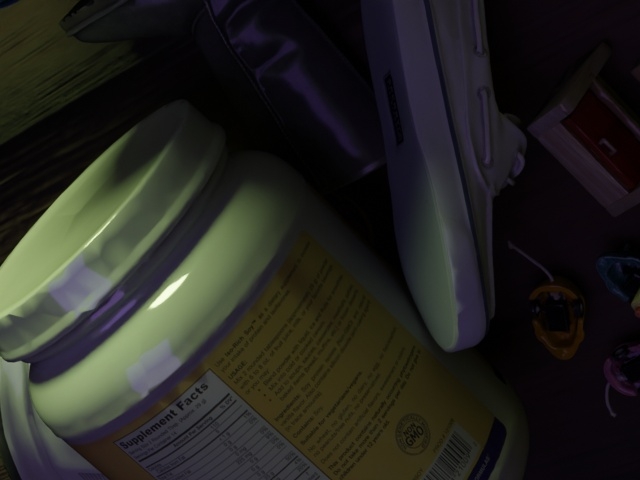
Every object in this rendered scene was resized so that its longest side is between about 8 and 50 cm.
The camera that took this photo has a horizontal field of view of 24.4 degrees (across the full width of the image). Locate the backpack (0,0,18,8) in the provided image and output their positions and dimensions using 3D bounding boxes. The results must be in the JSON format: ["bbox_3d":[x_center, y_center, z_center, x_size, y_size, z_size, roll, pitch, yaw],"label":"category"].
[{"bbox_3d":[-0.205,-0.299,0.839,0.355,0.290,0.273,-26,78,39],"label":"backpack"}]

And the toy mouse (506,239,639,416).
[{"bbox_3d":[0.223,0.054,1.047,0.143,0.031,0.161,-7,117,27],"label":"toy mouse"}]

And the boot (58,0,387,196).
[{"bbox_3d":[-0.063,-0.115,1.051,0.189,0.076,0.208,-19,118,33],"label":"boot"}]

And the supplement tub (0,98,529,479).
[{"bbox_3d":[-0.045,0.090,1.012,0.241,0.241,0.331,-33,111,35],"label":"supplement tub"}]

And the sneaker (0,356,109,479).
[{"bbox_3d":[-0.089,0.188,1.210,0.257,0.169,0.448,-5,126,16],"label":"sneaker"}]

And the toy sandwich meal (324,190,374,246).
[{"bbox_3d":[0.000,0.000,1.110,0.085,0.029,0.086,11,123,17],"label":"toy sandwich meal"}]

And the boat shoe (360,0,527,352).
[{"bbox_3d":[0.090,-0.061,0.945,0.084,0.095,0.258,-9,91,-16],"label":"boat shoe"}]

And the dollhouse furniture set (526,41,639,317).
[{"bbox_3d":[0.233,-0.039,0.908,0.183,0.129,0.129,44,139,-7],"label":"dollhouse furniture set"}]
